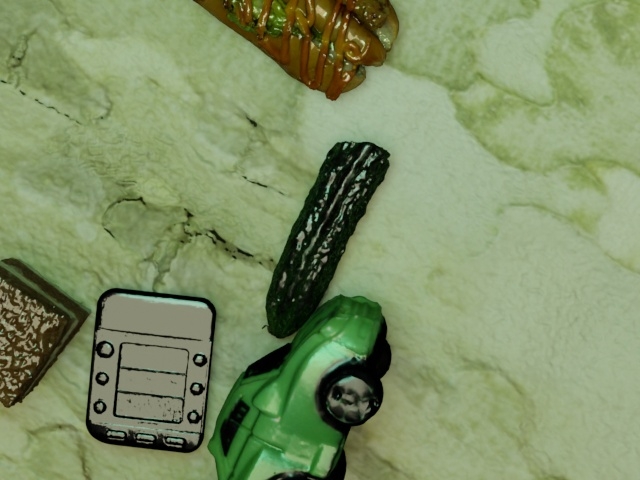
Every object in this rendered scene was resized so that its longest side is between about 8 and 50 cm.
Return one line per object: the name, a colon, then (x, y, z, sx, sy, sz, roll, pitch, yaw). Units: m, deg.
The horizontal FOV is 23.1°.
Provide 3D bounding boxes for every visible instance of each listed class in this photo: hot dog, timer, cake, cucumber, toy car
hot dog: (-0.067, -0.305, 1.766, 0.349, 0.117, 0.158, 41, 98, -4)
timer: (-0.203, 0.155, 1.879, 0.144, 0.055, 0.187, 7, 95, 0)
cake: (-0.362, 0.101, 1.830, 0.134, 0.147, 0.135, 36, 98, -4)
cucumber: (-0.001, 0.000, 1.831, 0.077, 0.077, 0.265, 26, 99, -1)
toy car: (-0.042, 0.226, 1.794, 0.176, 0.213, 0.358, 22, 103, 0)
